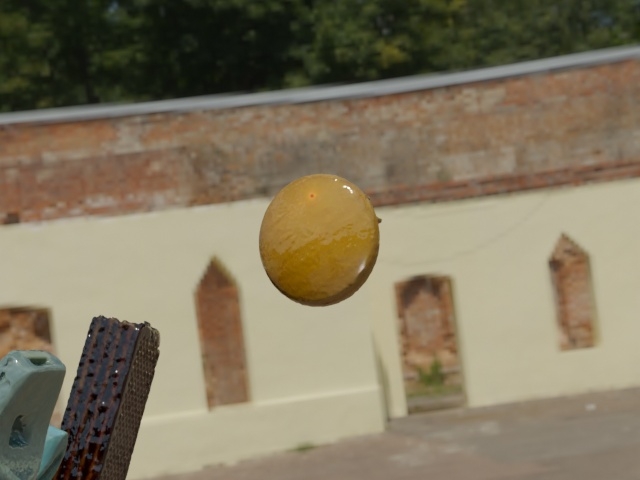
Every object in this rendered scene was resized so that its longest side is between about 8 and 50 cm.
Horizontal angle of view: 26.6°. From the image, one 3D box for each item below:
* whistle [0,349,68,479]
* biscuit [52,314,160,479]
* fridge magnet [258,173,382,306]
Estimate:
[{"bbox_3d":[-0.255,0.193,0.919,0.093,0.274,0.186,35,9,26],"label":"whistle"},{"bbox_3d":[-0.288,0.282,1.689,0.073,0.388,0.107,13,-11,12],"label":"biscuit"},{"bbox_3d":[0.000,0.000,1.442,0.143,0.143,0.063,-10,-9,27],"label":"fridge magnet"}]
